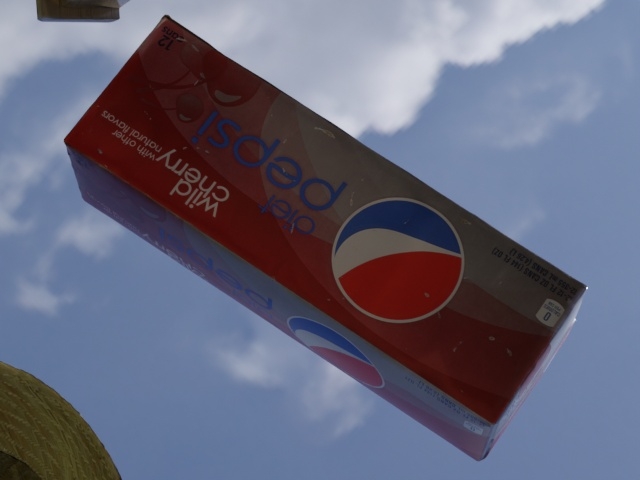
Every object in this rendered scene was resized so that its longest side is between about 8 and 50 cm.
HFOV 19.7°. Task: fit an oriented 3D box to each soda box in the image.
[{"bbox_3d":[0.000,0.000,0.948,0.263,0.083,0.092,33,-106,11],"label":"soda box"}]

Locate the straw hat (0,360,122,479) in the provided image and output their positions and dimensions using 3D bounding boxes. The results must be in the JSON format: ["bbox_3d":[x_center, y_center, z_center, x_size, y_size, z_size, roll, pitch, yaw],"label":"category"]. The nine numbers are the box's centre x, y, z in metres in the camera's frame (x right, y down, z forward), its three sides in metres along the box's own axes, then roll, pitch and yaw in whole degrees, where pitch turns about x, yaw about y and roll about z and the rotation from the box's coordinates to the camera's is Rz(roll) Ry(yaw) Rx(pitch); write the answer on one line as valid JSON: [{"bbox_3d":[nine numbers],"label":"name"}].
[{"bbox_3d":[-0.109,0.105,0.654,0.144,0.061,0.144,3,-82,24],"label":"straw hat"}]

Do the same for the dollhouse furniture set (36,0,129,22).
[{"bbox_3d":[-0.185,-0.170,0.831,0.161,0.242,0.212,164,-78,-64],"label":"dollhouse furniture set"}]
